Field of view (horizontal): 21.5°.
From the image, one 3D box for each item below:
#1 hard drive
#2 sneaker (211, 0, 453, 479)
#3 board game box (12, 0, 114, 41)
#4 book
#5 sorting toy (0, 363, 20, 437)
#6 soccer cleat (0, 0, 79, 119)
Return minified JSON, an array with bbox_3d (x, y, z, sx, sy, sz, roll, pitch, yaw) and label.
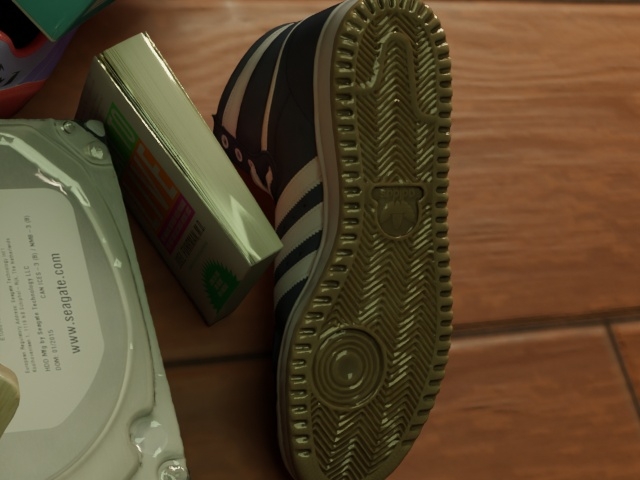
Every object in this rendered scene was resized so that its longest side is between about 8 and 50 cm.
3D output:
[{"bbox_3d":[-0.246,0.053,0.829,0.339,0.064,0.236,-3,65,-28],"label":"hard drive"},{"bbox_3d":[0.000,0.000,0.982,0.099,0.153,0.282,5,91,-29],"label":"sneaker"},{"bbox_3d":[-0.186,-0.294,0.939,0.336,0.079,0.254,46,34,-4],"label":"board game box"},{"bbox_3d":[-0.082,-0.031,0.942,0.035,0.096,0.144,-31,79,-29],"label":"book"},{"bbox_3d":[-0.287,0.115,0.649,0.255,0.089,0.257,30,92,-18],"label":"sorting toy"},{"bbox_3d":[-0.155,-0.170,0.983,0.083,0.095,0.248,31,53,-10],"label":"soccer cleat"}]
